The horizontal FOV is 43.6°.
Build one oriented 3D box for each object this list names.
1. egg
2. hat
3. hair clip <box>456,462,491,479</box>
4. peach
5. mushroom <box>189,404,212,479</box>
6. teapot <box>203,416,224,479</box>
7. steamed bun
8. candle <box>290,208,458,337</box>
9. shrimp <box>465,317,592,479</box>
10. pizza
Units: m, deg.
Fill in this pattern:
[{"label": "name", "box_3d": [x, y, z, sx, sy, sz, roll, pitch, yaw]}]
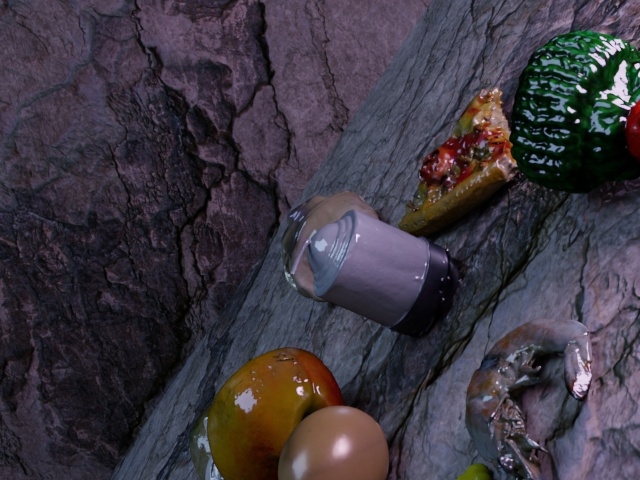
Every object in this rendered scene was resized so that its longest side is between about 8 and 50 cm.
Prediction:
[{"label": "egg", "box_3d": [0.020, 0.427, 1.515, 0.201, 0.201, 0.244, -51, -13, 29]}, {"label": "hat", "box_3d": [0.491, -0.199, 1.303, 0.332, 0.242, 0.274, 23, 105, 53]}, {"label": "hair clip", "box_3d": [0.218, 0.419, 1.217, 0.072, 0.046, 0.173, -29, 31, 55]}, {"label": "peach", "box_3d": [-0.105, 0.412, 1.801, 0.373, 0.290, 0.372, 17, 110, 61]}, {"label": "mushroom", "box_3d": [-0.239, 0.532, 2.236, 0.217, 0.212, 0.292, -55, 6, 42]}, {"label": "teapot", "box_3d": [-0.217, 0.583, 2.038, 0.204, 0.139, 0.298, -44, 47, 15]}, {"label": "steamed bun", "box_3d": [0.000, 0.000, 2.387, 0.339, 0.247, 0.352, -57, 19, 14]}, {"label": "candle", "box_3d": [0.110, 0.058, 1.737, 0.221, 0.343, 0.221, -57, 16, 26]}, {"label": "shrimp", "box_3d": [0.319, 0.238, 1.207, 0.247, 0.085, 0.360, -45, 15, 24]}, {"label": "pizza", "box_3d": [0.338, -0.214, 1.935, 0.440, 0.130, 0.405, -36, 29, 57]}]
